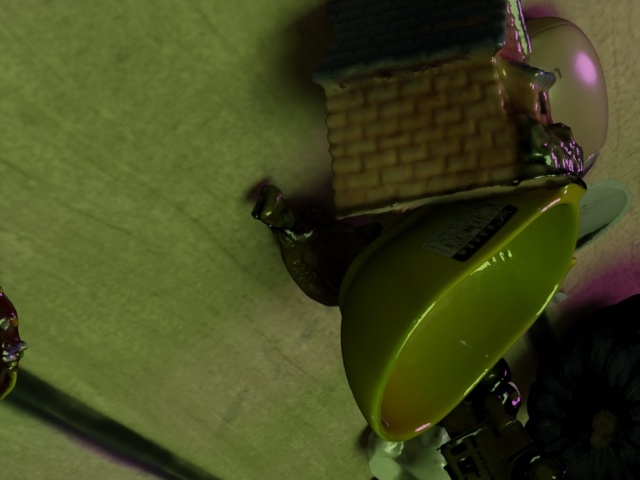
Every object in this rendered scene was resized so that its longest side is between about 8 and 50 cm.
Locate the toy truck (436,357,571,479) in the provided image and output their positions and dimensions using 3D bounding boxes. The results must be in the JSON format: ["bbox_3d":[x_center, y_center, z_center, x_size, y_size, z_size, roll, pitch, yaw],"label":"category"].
[{"bbox_3d":[0.177,0.208,1.194,0.127,0.257,0.127,-31,149,-1],"label":"toy truck"}]

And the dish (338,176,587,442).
[{"bbox_3d":[0.104,0.039,0.938,0.262,0.108,0.221,-41,152,-17],"label":"dish"}]

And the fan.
[{"bbox_3d":[0.231,0.025,1.184,0.233,0.012,0.415,-24,159,8],"label":"fan"}]

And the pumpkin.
[{"bbox_3d":[0.433,0.246,1.396,0.266,0.363,0.363,10,127,-33],"label":"pumpkin"}]

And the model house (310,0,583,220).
[{"bbox_3d":[0.097,-0.112,0.793,0.166,0.172,0.183,-12,177,23],"label":"model house"}]

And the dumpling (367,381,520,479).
[{"bbox_3d":[0.145,0.240,1.351,0.151,0.124,0.229,27,112,-12],"label":"dumpling"}]

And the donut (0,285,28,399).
[{"bbox_3d":[-0.316,0.074,0.719,0.235,0.089,0.235,-23,146,-17],"label":"donut"}]

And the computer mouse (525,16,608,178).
[{"bbox_3d":[0.189,-0.096,0.978,0.145,0.082,0.236,-31,146,-9],"label":"computer mouse"}]

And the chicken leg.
[{"bbox_3d":[0.000,0.000,0.949,0.093,0.070,0.178,-41,138,8],"label":"chicken leg"}]
